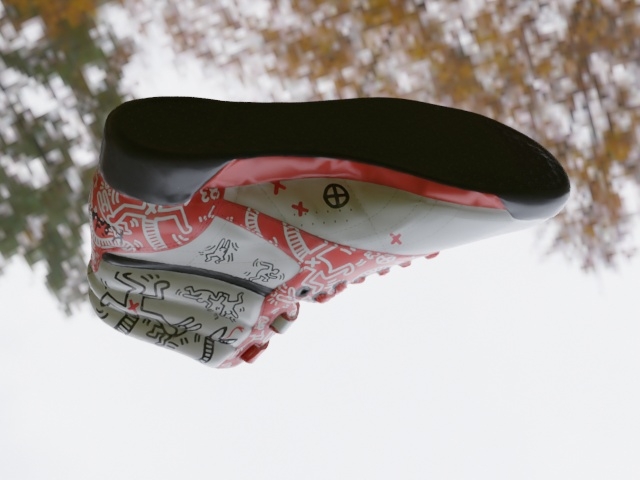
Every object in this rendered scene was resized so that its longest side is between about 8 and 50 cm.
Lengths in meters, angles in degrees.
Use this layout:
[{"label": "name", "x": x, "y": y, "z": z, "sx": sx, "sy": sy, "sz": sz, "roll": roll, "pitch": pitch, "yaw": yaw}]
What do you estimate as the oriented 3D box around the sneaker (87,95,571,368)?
[{"label": "sneaker", "x": -0.001, "y": -0.001, "z": 1.056, "sx": 0.270, "sy": 0.145, "sz": 0.090, "roll": 2, "pitch": -144, "yaw": -17}]
